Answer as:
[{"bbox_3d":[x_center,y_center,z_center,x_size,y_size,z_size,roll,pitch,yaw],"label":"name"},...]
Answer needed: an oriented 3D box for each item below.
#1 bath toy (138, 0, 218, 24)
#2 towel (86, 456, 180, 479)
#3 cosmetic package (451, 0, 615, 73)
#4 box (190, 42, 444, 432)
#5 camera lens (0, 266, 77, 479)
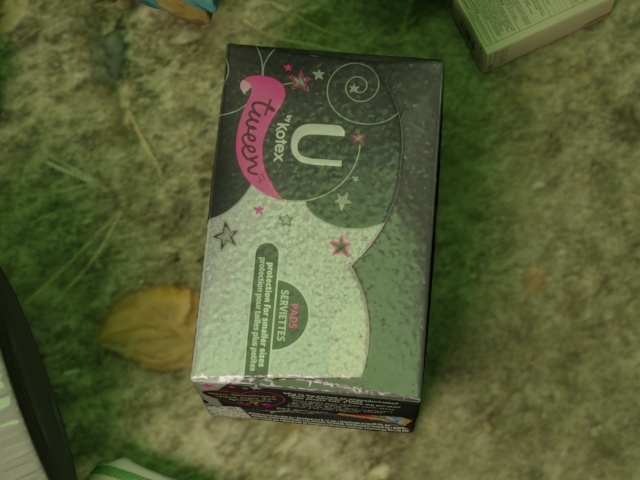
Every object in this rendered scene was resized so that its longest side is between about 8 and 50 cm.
[{"bbox_3d":[-0.046,-0.340,1.196,0.151,0.129,0.348,33,79,-26],"label":"bath toy"},{"bbox_3d":[-0.110,0.319,1.031,0.248,0.038,0.325,20,59,6],"label":"towel"},{"bbox_3d":[0.166,-0.184,1.209,0.115,0.041,0.060,-23,74,-5],"label":"cosmetic package"},{"bbox_3d":[0.000,0.000,1.108,0.163,0.142,0.247,5,74,2],"label":"box"},{"bbox_3d":[-0.323,0.141,1.034,0.274,0.219,0.219,-19,74,-4],"label":"camera lens"}]
